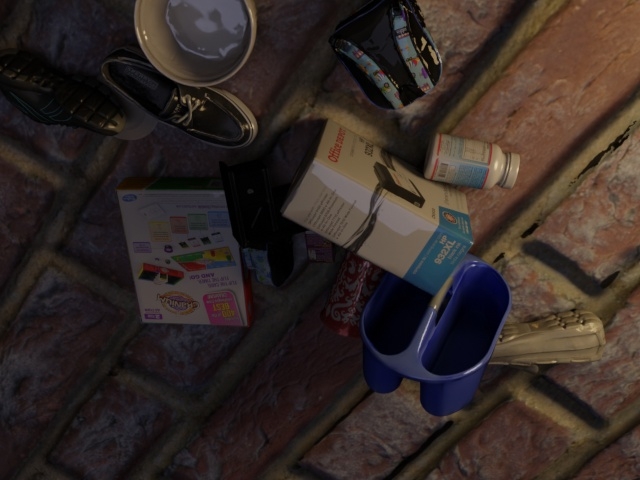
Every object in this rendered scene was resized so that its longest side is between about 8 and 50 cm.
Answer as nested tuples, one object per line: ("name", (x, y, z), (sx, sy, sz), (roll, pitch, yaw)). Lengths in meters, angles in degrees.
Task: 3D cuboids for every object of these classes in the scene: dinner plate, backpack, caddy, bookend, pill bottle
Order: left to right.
("dinner plate", (-0.377, -0.256, 1.400), (0.141, 0.017, 0.141), (4, 119, 7))
("backpack", (-0.102, 0.029, 1.465), (0.084, 0.105, 0.114), (9, 122, 29))
("bookend", (-0.096, -0.084, 1.383), (0.157, 0.072, 0.156), (-16, 117, -17))
("backpack", (0.120, -0.319, 1.241), (0.158, 0.117, 0.173), (-30, 109, 20))
("caddy", (0.211, 0.151, 1.356), (0.241, 0.341, 0.179), (19, 134, 18))
("pill bottle", (0.273, -0.140, 1.331), (0.160, 0.087, 0.087), (12, 118, 2))

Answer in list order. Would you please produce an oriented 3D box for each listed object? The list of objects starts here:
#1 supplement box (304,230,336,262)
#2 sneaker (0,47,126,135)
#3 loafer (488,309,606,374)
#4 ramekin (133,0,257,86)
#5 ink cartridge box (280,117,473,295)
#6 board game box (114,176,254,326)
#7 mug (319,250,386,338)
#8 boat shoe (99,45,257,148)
("supplement box", (0.000, 0.000, 1.466), (0.055, 0.043, 0.083), (-2, 116, 8))
("sneaker", (-0.487, -0.263, 1.376), (0.267, 0.101, 0.106), (28, 143, 1))
("loafer", (0.413, 0.223, 1.489), (0.319, 0.112, 0.111), (-9, 107, 12))
("ramekin", (-0.205, -0.379, 1.259), (0.207, 0.109, 0.207), (3, 118, 6))
("ink cartridge box", (0.105, -0.066, 1.315), (0.307, 0.223, 0.129), (28, 117, -7))
("board game box", (-0.271, 0.027, 1.506), (0.242, 0.064, 0.316), (1, 118, 7))
("mug", (0.086, 0.093, 1.486), (0.113, 0.150, 0.169), (33, 119, 32))
("boat shoe", (-0.255, -0.251, 1.330), (0.301, 0.102, 0.108), (31, 110, -12))
